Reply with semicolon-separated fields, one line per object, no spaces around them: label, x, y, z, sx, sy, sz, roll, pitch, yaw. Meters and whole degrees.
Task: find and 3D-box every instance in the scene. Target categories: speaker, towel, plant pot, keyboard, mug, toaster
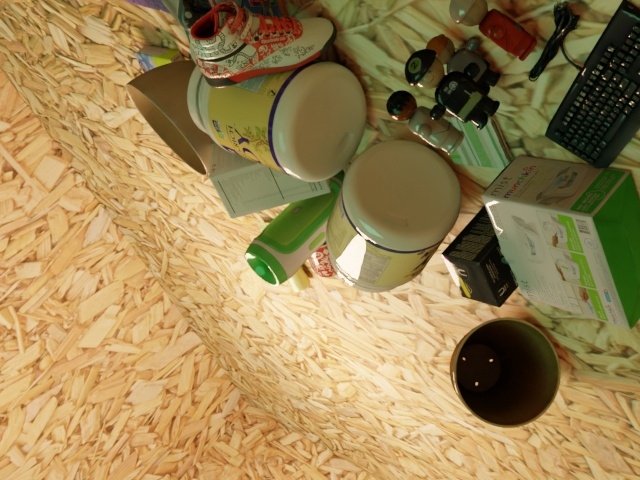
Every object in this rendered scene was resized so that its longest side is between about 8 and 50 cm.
speaker;-0.038;-0.031;2.059;0.131;0.296;0.131;37;156;19
towel;0.281;-0.185;1.621;0.152;0.023;0.113;15;141;54
plant pot;-0.303;-0.325;2.126;0.284;0.191;0.284;43;168;12
keyboard;0.400;-0.237;1.310;0.201;0.033;0.317;40;156;13
plant pot;0.394;0.298;2.024;0.237;0.237;0.254;45;172;1
mug;0.009;0.002;2.326;0.113;0.150;0.169;-2;147;11
toaster;-0.227;-0.517;1.702;0.146;0.129;0.227;43;125;48

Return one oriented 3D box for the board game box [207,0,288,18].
board game box;-0.152;-0.482;1.647;0.027;0.145;0.281;34;161;32

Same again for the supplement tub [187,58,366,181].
supplement tub;-0.095;-0.274;1.818;0.331;0.241;0.241;24;150;41

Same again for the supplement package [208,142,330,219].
supplement package;-0.113;-0.166;2.004;0.134;0.244;0.139;-93;-15;-48

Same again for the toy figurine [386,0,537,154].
toy figurine;0.207;-0.259;1.367;0.148;0.213;0.209;34;163;-4

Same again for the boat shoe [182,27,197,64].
boat shoe;-0.257;-0.492;1.956;0.319;0.116;0.099;60;-163;-46

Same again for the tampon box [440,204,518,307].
tampon box;0.334;0.026;1.699;0.101;0.161;0.120;15;142;51

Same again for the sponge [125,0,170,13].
sponge;-0.420;-0.605;2.080;0.210;0.031;0.117;25;150;41

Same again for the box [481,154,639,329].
box;0.436;0.002;1.529;0.231;0.127;0.262;17;145;50

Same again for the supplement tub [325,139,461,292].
supplement tub;0.139;-0.037;1.828;0.235;0.235;0.325;41;157;9

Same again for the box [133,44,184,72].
box;-0.407;-0.450;2.306;0.178;0.042;0.109;22;147;44

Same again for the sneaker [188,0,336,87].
sneaker;-0.108;-0.384;1.633;0.145;0.270;0.090;67;-175;-55

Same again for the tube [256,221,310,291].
tube;-0.108;0.043;2.630;0.070;0.062;0.240;-22;113;18
